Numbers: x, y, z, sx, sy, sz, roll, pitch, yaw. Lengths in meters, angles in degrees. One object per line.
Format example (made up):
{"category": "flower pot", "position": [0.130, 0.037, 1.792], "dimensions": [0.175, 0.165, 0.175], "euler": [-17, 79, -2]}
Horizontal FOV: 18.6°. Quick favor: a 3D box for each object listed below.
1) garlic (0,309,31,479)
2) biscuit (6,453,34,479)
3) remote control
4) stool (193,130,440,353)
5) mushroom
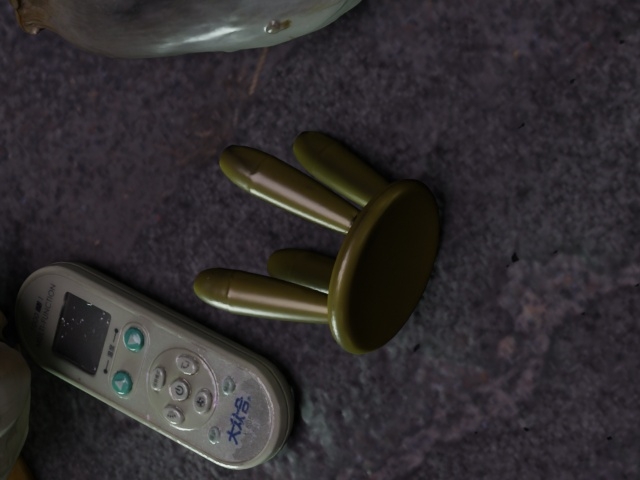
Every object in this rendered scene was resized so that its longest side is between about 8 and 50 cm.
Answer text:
{"category": "garlic", "position": [-0.296, 0.113, 1.332], "dimensions": [0.281, 0.203, 0.185], "euler": [-14, 91, 53]}
{"category": "biscuit", "position": [-0.301, 0.225, 1.450], "dimensions": [0.260, 0.041, 0.203], "euler": [3, 101, 28]}
{"category": "remote control", "position": [-0.111, 0.081, 1.312], "dimensions": [0.221, 0.042, 0.078], "euler": [26, 112, 25]}
{"category": "stool", "position": [0.000, 0.000, 1.191], "dimensions": [0.110, 0.134, 0.135], "euler": [23, 65, 29]}
{"category": "mushroom", "position": [-0.083, -0.160, 1.220], "dimensions": [0.278, 0.099, 0.096], "euler": [-7, 90, 34]}
